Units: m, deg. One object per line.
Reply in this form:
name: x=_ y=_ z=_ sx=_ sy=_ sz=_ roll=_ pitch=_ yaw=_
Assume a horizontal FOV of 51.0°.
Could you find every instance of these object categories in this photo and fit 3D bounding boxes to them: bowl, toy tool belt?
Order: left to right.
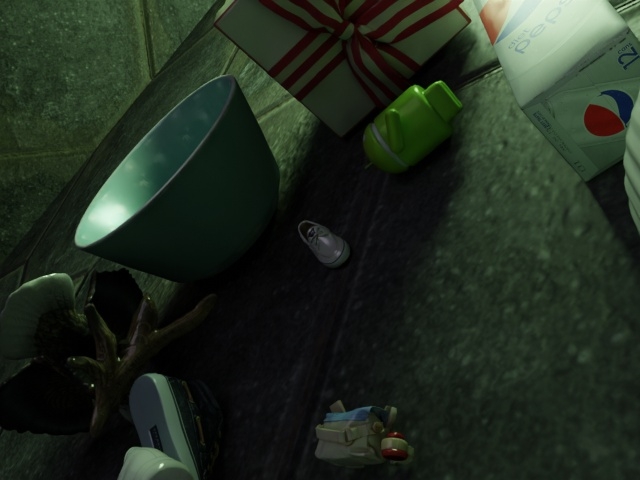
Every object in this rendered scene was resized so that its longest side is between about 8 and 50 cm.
bowl: x=-0.176 y=-0.064 z=0.940 sx=0.311 sy=0.163 sz=0.312 roll=-34 pitch=30 yaw=23
toy tool belt: x=0.034 y=0.144 z=0.516 sx=0.083 sy=0.052 sz=0.051 roll=-23 pitch=48 yaw=42

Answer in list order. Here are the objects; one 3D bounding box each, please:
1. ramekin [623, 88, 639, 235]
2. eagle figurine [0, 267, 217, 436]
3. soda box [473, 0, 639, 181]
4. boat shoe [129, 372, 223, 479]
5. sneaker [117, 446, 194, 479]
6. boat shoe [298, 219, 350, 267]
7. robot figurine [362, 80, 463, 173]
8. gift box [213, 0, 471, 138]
ramekin: x=0.230 y=-0.032 z=0.273 sx=0.207 sy=0.207 sz=0.109 roll=-40 pitch=19 yaw=21
eagle figurine: x=-0.276 y=0.149 z=0.818 sx=0.298 sy=0.226 sz=0.225 roll=-6 pitch=88 yaw=59
soda box: x=0.207 y=-0.185 z=0.590 sx=0.091 sy=0.098 sz=0.286 roll=-36 pitch=32 yaw=28
boat shoe: x=-0.127 y=0.217 z=0.668 sx=0.065 sy=0.083 sz=0.183 roll=-37 pitch=58 yaw=27
sneaker: x=-0.176 y=0.291 z=0.596 sx=0.094 sy=0.080 sz=0.212 roll=6 pitch=74 yaw=49
boat shoe: x=0.000 y=0.000 z=0.750 sx=0.035 sy=0.035 sz=0.100 roll=-50 pitch=27 yaw=3
robot figurine: x=0.094 y=-0.117 z=0.712 sx=0.115 sy=0.067 sz=0.101 roll=-40 pitch=3 yaw=23
gift box: x=0.031 y=-0.328 z=0.857 sx=0.276 sy=0.255 sz=0.258 roll=-44 pitch=26 yaw=28
